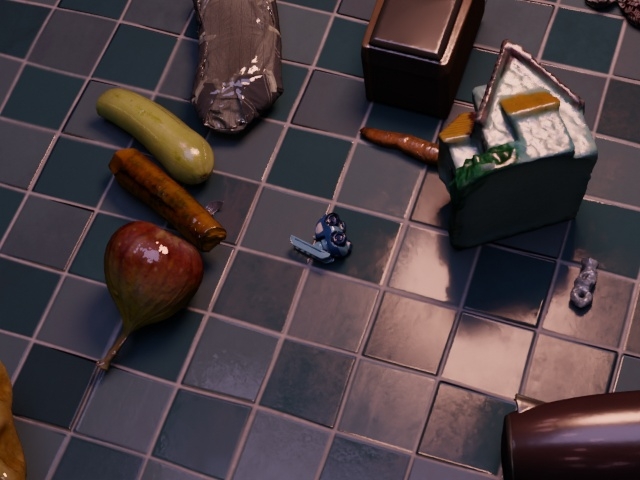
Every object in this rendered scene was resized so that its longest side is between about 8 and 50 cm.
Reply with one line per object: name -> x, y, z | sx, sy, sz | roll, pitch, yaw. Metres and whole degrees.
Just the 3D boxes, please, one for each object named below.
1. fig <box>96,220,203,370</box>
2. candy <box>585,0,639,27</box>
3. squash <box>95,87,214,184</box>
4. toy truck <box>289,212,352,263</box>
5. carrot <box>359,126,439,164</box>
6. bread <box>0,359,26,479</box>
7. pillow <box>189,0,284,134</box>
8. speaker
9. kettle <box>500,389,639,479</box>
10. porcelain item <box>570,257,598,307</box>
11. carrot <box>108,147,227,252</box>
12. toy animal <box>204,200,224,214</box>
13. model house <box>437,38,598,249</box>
fig -> -0.281, 0.080, 1.914 | 0.231, 0.160, 0.143 | -54, 39, 18
candy -> 0.563, -0.410, 2.150 | 0.226, 0.051, 0.094 | 35, 66, 21
squash -> -0.272, -0.179, 2.075 | 0.250, 0.083, 0.083 | 38, 70, 25
toy truck -> 0.000, 0.000, 1.969 | 0.090, 0.056, 0.073 | -20, 67, 8
carrot -> 0.139, -0.162, 2.057 | 0.165, 0.036, 0.036 | 22, 65, 19
bread -> -0.531, 0.309, 1.761 | 0.238, 0.196, 0.252 | -9, 63, -5
pillow -> -0.146, -0.331, 2.141 | 0.161, 0.092, 0.335 | -8, 61, 7
speaker -> 0.174, -0.353, 2.075 | 0.153, 0.192, 0.231 | 16, 67, 12
kettle -> 0.371, 0.309, 1.732 | 0.232, 0.144, 0.202 | -5, 91, 9
porcelain item -> 0.408, 0.068, 1.908 | 0.036, 0.028, 0.083 | 14, 64, 9
carrot -> -0.249, -0.066, 1.998 | 0.070, 0.070, 0.260 | -41, 58, -17
toy animal -> -0.201, -0.045, 2.021 | 0.050, 0.028, 0.084 | 41, 70, 14
model house -> 0.274, -0.165, 1.905 | 0.230, 0.280, 0.249 | -16, 67, -6
